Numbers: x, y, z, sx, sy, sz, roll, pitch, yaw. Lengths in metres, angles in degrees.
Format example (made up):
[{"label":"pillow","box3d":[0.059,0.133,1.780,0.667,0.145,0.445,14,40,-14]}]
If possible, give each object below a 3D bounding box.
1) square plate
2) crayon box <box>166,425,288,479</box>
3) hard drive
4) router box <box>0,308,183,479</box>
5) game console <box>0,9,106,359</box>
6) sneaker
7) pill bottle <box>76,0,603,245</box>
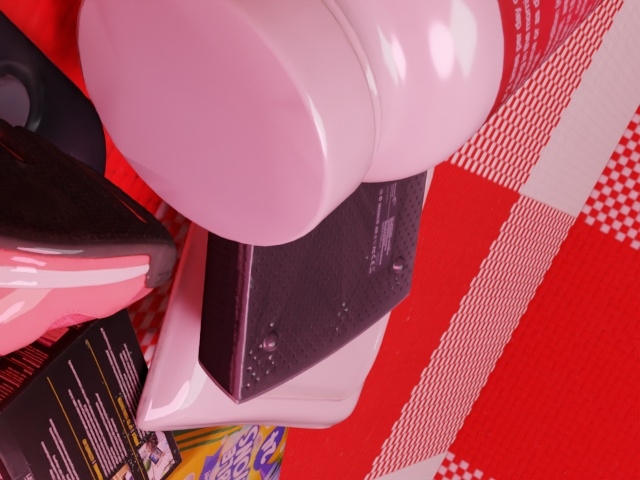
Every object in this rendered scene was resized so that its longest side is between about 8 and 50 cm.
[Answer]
[{"label":"square plate","box3d":[0.004,-0.005,1.022,0.344,0.049,0.347,18,90,-63]},{"label":"crayon box","box3d":[-0.146,0.229,1.078,0.323,0.083,0.203,-40,152,-41]},{"label":"hard drive","box3d":[0.000,0.000,0.899,0.254,0.054,0.172,-27,128,-55]},{"label":"router box","box3d":[-0.174,0.137,0.876,0.133,0.046,0.179,-46,140,-34]},{"label":"game console","box3d":[-0.264,0.042,0.555,0.387,0.060,0.342,-59,160,-10]},{"label":"sneaker","box3d":[-0.199,0.030,0.521,0.313,0.116,0.136,-9,133,-51]},{"label":"pill bottle","box3d":[0.051,-0.183,0.763,0.408,0.229,0.229,-45,155,-35]}]
